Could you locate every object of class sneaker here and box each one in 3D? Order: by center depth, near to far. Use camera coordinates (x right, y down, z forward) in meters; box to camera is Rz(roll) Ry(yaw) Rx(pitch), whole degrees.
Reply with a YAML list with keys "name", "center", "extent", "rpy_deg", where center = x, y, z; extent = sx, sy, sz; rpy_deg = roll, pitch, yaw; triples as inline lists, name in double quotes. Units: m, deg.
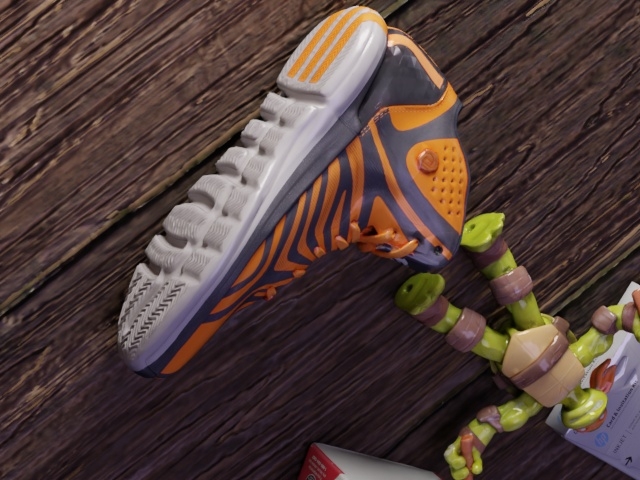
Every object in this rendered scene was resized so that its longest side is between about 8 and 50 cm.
- name: "sneaker"
  center: [0.000, 0.000, 1.368]
  extent: [0.180, 0.124, 0.321]
  rpy_deg: [39, 88, -27]

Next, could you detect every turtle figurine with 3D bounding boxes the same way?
- name: "turtle figurine"
  center: [0.179, 0.080, 1.491]
  extent: [0.269, 0.087, 0.217]
  rpy_deg: [-39, 108, 9]

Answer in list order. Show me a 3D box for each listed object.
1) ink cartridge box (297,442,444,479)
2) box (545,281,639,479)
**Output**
- name: "ink cartridge box"
  center: [0.037, 0.275, 1.468]
  extent: [0.127, 0.128, 0.176]
  rpy_deg: [17, 100, -27]
- name: "box"
  center: [0.304, 0.141, 1.595]
  extent: [0.186, 0.038, 0.145]
  rpy_deg: [30, 92, -29]
